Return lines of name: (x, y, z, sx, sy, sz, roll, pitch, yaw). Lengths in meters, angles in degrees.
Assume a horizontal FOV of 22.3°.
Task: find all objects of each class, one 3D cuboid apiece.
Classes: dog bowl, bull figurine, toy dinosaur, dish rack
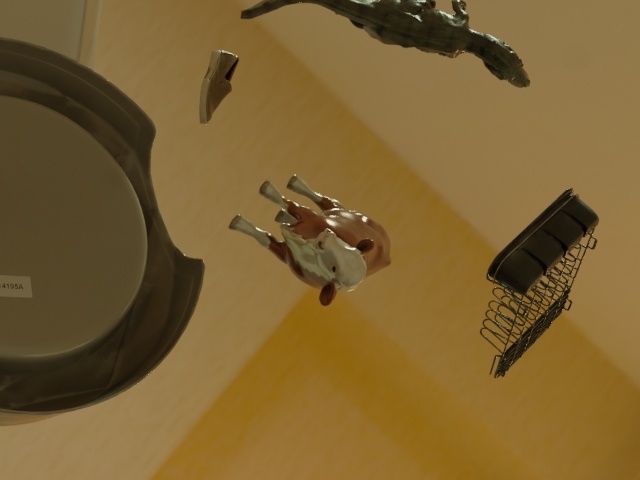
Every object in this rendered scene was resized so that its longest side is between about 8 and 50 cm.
dog bowl: (-0.276, -0.001, 1.383, 0.349, 0.349, 0.102, 41, -38, -4)
bull figurine: (0.000, 0.000, 2.082, 0.188, 0.101, 0.310, 36, 8, 12)
toy dinosaur: (0.061, -0.202, 1.443, 0.268, 0.064, 0.118, 11, 28, -10)
dish rack: (0.314, 0.074, 2.395, 0.074, 0.208, 0.271, 37, -34, 21)

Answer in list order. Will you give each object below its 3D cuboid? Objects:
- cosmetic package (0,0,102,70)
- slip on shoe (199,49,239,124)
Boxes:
cosmetic package: (-0.353, -0.133, 1.752, 0.197, 0.365, 0.155, 8, -6, -2)
slip on shoe: (-0.154, -0.231, 2.446, 0.041, 0.135, 0.051, 8, -39, 4)
